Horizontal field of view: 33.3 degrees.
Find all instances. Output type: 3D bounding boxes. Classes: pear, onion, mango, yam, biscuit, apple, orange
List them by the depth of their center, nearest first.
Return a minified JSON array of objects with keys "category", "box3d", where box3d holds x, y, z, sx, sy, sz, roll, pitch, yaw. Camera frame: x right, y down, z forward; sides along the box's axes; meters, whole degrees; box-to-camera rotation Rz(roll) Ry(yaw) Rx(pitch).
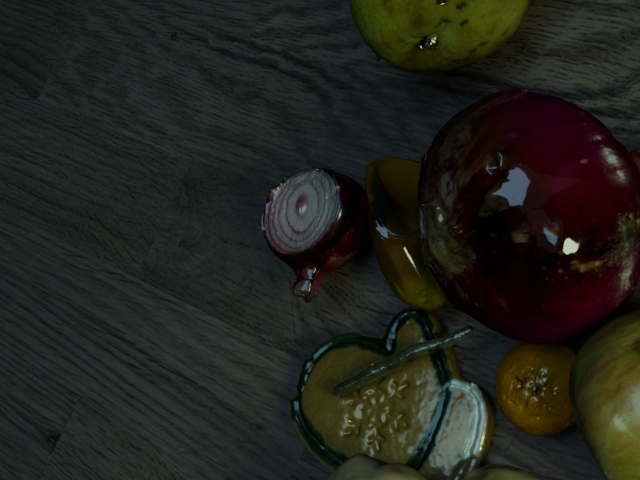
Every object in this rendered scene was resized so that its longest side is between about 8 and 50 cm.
[{"category":"apple","box3d":[0.435,0.203,1.300,0.264,0.264,0.264,-12,66,29]},{"category":"onion","box3d":[0.328,-0.049,1.447,0.385,0.348,0.348,-20,54,-19]},{"category":"orange","box3d":[0.302,0.199,1.466,0.135,0.117,0.136,-12,61,24]},{"category":"yam","box3d":[0.121,0.177,1.582,0.234,0.029,0.027,-27,83,16]},{"category":"biscuit","box3d":[0.110,0.237,1.613,0.343,0.057,0.287,23,86,37]},{"category":"mango","box3d":[0.144,-0.005,1.621,0.136,0.166,0.236,-6,61,2]},{"category":"pear","box3d":[0.174,-0.407,1.668,0.303,0.304,0.304,-12,66,29]},{"category":"onion","box3d":[0.000,0.000,1.725,0.195,0.140,0.218,-11,67,34]}]

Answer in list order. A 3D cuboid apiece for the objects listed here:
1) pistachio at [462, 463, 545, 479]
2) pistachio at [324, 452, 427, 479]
[{"category":"pistachio","box3d":[0.280,0.416,1.364,0.293,0.181,0.162,56,150,31]},{"category":"pistachio","box3d":[0.086,0.454,1.450,0.207,0.226,0.332,-14,84,3]}]
